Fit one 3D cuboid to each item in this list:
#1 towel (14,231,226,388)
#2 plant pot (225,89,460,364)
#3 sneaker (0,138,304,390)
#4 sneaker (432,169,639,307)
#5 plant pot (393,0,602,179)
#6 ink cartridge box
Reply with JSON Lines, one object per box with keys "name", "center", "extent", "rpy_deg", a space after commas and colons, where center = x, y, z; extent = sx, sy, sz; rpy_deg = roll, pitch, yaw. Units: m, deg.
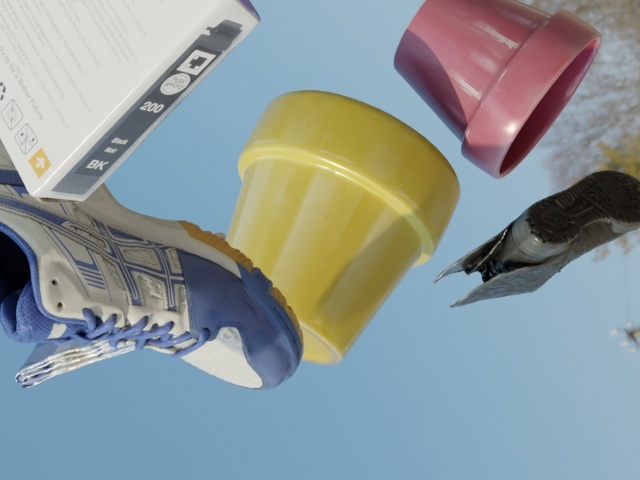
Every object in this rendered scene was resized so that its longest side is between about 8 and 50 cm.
{"name": "towel", "center": [-0.261, 0.089, 1.299], "extent": [0.034, 0.285, 0.209], "rpy_deg": [59, -158, -23]}
{"name": "plant pot", "center": [0.000, 0.000, 1.099], "extent": [0.254, 0.254, 0.239], "rpy_deg": [38, -114, -29]}
{"name": "sneaker", "center": [-0.150, 0.036, 0.655], "extent": [0.296, 0.112, 0.131], "rpy_deg": [34, -133, -13]}
{"name": "sneaker", "center": [0.172, 0.001, 0.735], "extent": [0.170, 0.089, 0.051], "rpy_deg": [-17, -114, -35]}
{"name": "plant pot", "center": [0.193, -0.202, 1.129], "extent": [0.180, 0.201, 0.201], "rpy_deg": [38, -154, 14]}
{"name": "ink cartridge box", "center": [-0.120, -0.162, 0.503], "extent": [0.045, 0.208, 0.206], "rpy_deg": [-4, -121, -58]}
